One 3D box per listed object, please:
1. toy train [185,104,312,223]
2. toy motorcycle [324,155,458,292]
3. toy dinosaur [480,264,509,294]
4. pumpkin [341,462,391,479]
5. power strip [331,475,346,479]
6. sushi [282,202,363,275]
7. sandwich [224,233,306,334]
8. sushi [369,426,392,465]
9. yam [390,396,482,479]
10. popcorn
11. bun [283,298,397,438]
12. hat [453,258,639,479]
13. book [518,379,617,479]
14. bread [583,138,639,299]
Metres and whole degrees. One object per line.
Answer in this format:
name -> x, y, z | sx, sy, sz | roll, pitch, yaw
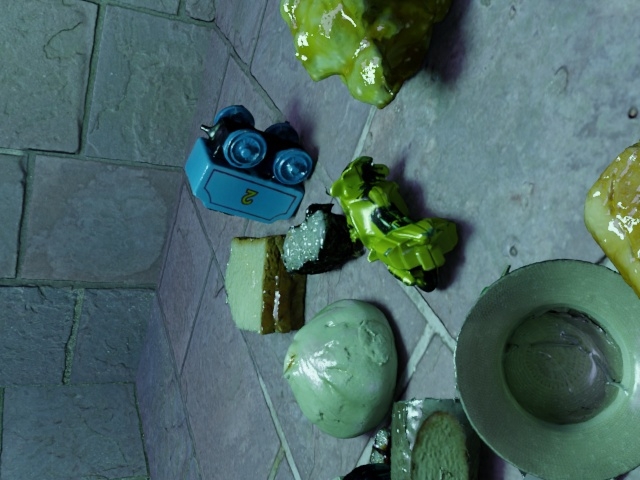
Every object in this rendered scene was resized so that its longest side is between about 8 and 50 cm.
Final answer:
toy train -> -0.189, -0.191, 1.637 | 0.265, 0.300, 0.188 | -58, 36, 25
toy motorcycle -> 0.122, -0.043, 1.181 | 0.342, 0.142, 0.206 | 45, 163, 56
toy dinosaur -> 0.268, 0.089, 0.996 | 0.060, 0.029, 0.120 | -113, 36, -70
pumpkin -> 0.101, 0.506, 1.140 | 0.194, 0.149, 0.194 | 174, 90, -84
power strip -> 0.022, 0.587, 1.400 | 0.227, 0.029, 0.080 | 128, 140, -49
sushi -> 0.000, 0.000, 1.439 | 0.212, 0.114, 0.147 | -41, 54, 53
sandwich -> -0.158, 0.118, 1.719 | 0.325, 0.131, 0.263 | -3, 85, 60
sushi -> 0.130, 0.409, 1.216 | 0.046, 0.044, 0.083 | 25, 112, 39
yam -> 0.183, 0.363, 0.995 | 0.154, 0.153, 0.255 | -2, 87, 63
popcorn -> 0.082, -0.426, 1.137 | 0.289, 0.325, 0.321 | 29, 95, 23
bun -> 0.020, 0.257, 1.282 | 0.293, 0.187, 0.294 | -19, 68, 59
hat -> 0.297, 0.154, 0.780 | 0.130, 0.257, 0.258 | 18, -107, -75
book -> 0.337, 0.289, 0.838 | 0.127, 0.014, 0.182 | 57, 135, 50
bread -> 0.398, 0.025, 0.629 | 0.167, 0.132, 0.295 | -61, 35, 38
